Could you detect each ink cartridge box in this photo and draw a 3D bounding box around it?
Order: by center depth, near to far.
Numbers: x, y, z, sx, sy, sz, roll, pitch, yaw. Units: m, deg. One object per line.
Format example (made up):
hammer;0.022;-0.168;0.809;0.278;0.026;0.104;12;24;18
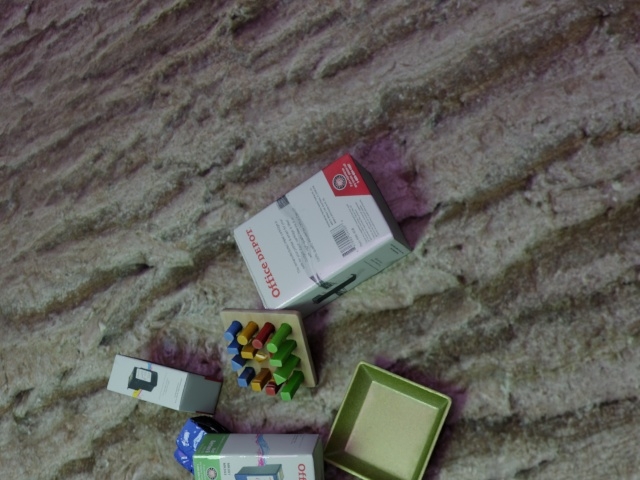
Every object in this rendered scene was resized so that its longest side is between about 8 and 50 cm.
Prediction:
ink cartridge box;-0.102;0.421;1.586;0.212;0.093;0.154;-2;103;8
ink cartridge box;0.000;0.000;1.715;0.272;0.114;0.197;-32;64;13
ink cartridge box;-0.299;0.277;1.760;0.175;0.127;0.072;9;80;28

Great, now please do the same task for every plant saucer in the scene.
plant saucer;0.119;0.330;1.596;0.188;0.045;0.188;19;83;29

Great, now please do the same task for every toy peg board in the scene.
toy peg board;-0.107;0.213;1.667;0.160;0.079;0.161;0;119;25

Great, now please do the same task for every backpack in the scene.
backpack;-0.200;0.393;1.699;0.120;0.098;0.101;31;98;17
